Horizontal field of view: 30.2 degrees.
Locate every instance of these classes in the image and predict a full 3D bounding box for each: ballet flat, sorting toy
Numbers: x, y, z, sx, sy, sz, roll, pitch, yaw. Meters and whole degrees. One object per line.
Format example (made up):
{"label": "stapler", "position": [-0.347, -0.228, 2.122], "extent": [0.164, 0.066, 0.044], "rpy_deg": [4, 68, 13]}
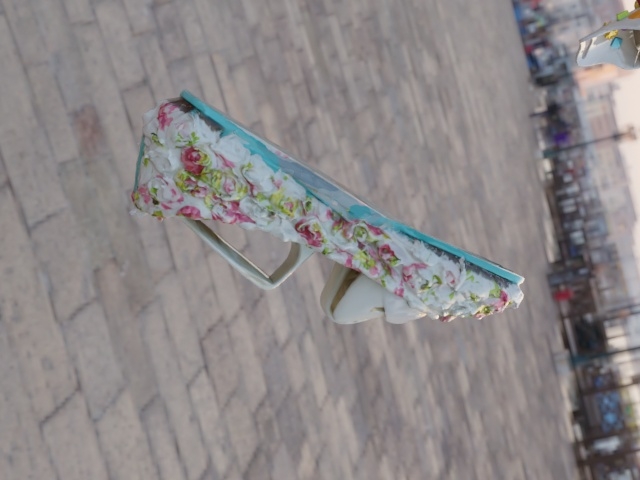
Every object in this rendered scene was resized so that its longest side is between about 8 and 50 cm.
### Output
{"label": "ballet flat", "position": [0.000, 0.000, 0.666], "extent": [0.241, 0.077, 0.091], "rpy_deg": [28, 4, -15]}
{"label": "sorting toy", "position": [0.290, -0.199, 1.176], "extent": [0.083, 0.075, 0.045], "rpy_deg": [78, -10, -68]}

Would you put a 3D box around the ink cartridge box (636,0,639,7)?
{"label": "ink cartridge box", "position": [0.271, -0.107, 0.342], "extent": [0.272, 0.309, 0.130], "rpy_deg": [41, 28, 13]}
